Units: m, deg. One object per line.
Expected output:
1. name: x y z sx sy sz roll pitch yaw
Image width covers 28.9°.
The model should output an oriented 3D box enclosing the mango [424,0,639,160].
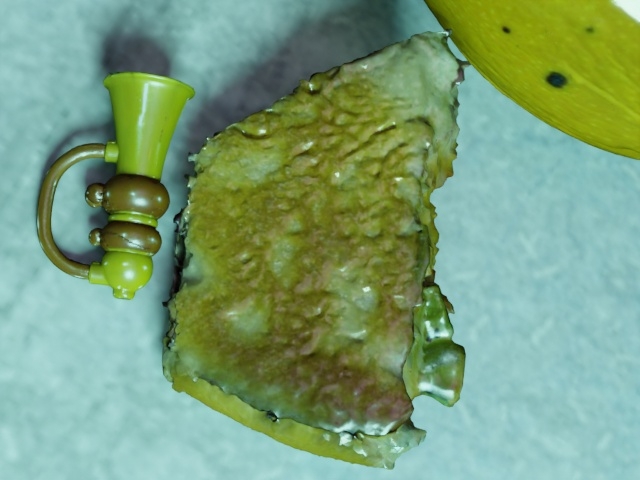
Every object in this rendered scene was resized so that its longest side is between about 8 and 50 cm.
1. mango: 0.100 -0.180 0.642 0.359 0.187 0.144 46 77 -5

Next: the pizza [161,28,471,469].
1. pizza: 0.000 0.000 0.625 0.147 0.069 0.226 3 71 0

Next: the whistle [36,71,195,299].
1. whistle: -0.099 -0.028 0.601 0.057 0.046 0.109 19 75 -33
